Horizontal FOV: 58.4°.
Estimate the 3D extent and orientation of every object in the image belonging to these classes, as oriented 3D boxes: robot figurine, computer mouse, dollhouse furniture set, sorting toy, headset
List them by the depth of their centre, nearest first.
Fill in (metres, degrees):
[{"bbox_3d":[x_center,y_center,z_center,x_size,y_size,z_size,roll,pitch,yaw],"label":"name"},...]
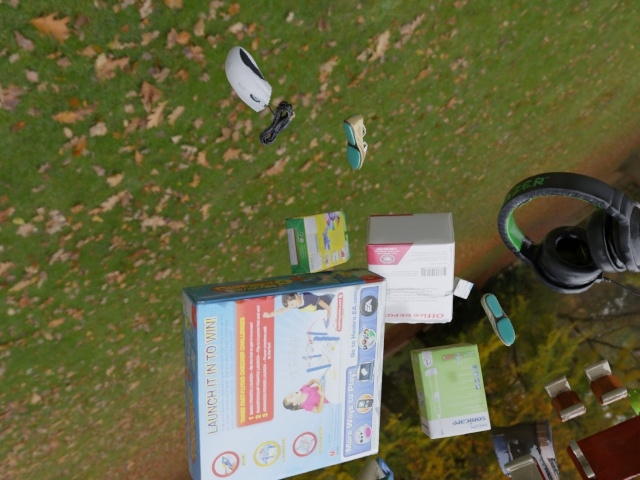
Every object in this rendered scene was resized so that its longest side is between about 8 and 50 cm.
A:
[{"bbox_3d":[0.455,0.379,0.968,0.259,0.262,0.135,-28,139,13],"label":"dollhouse furniture set"},{"bbox_3d":[-0.132,-0.287,1.109,0.042,0.193,0.106,-34,177,-44],"label":"computer mouse"},{"bbox_3d":[0.536,0.000,1.110,0.185,0.394,0.243,-58,-171,-32],"label":"headset"},{"bbox_3d":[0.162,0.618,1.334,0.047,0.196,0.348,-36,172,13],"label":"sorting toy"},{"bbox_3d":[0.919,0.464,1.622,0.067,0.101,0.115,-42,127,4],"label":"robot figurine"}]

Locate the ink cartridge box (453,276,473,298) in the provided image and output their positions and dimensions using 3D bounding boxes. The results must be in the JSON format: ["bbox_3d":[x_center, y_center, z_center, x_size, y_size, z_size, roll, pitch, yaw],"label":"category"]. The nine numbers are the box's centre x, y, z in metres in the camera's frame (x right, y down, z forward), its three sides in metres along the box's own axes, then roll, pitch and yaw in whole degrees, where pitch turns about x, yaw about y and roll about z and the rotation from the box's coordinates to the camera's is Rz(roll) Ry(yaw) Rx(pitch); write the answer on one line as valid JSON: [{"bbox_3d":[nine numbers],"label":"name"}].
[{"bbox_3d":[0.392,0.132,1.611,0.083,0.028,0.048,20,96,-49],"label":"ink cartridge box"}]

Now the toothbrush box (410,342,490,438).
[{"bbox_3d":[0.436,0.502,1.939,0.206,0.283,0.122,-8,173,-6],"label":"toothbrush box"}]

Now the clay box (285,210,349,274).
[{"bbox_3d":[0.000,0.000,1.327,0.053,0.127,0.222,-5,-176,26],"label":"clay box"}]

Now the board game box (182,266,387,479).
[{"bbox_3d":[-0.052,0.210,0.891,0.302,0.308,0.086,-4,-166,-26],"label":"board game box"}]

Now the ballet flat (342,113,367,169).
[{"bbox_3d":[0.131,-0.341,1.984,0.073,0.080,0.232,-37,147,-17],"label":"ballet flat"}]

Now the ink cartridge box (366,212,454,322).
[{"bbox_3d":[0.192,0.063,1.211,0.172,0.100,0.237,-1,132,10],"label":"ink cartridge box"}]

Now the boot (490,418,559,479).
[{"bbox_3d":[0.394,0.424,1.090,0.106,0.219,0.082,-8,-154,21],"label":"boot"}]

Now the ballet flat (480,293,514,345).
[{"bbox_3d":[0.542,0.241,1.751,0.057,0.168,0.052,-18,168,-15],"label":"ballet flat"}]
